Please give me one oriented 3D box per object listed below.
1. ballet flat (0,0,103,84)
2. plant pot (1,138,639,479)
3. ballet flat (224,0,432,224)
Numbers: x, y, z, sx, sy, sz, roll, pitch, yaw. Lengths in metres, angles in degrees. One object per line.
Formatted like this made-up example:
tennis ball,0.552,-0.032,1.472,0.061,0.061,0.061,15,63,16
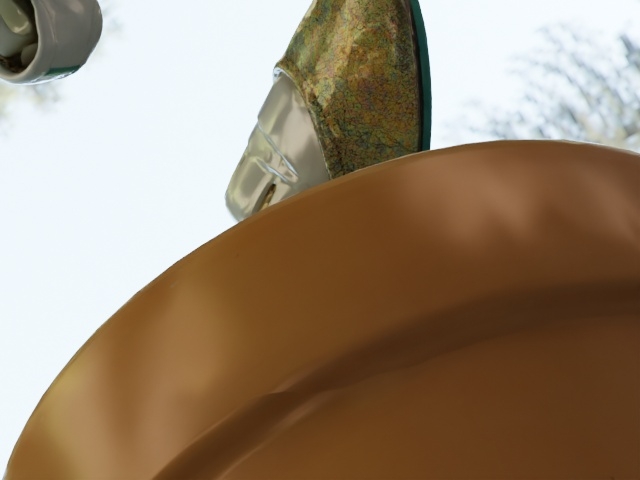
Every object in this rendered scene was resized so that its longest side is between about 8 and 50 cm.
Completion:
ballet flat,-0.348,-0.286,1.331,0.400,0.139,0.139,46,-149,-10
plant pot,0.060,0.142,0.495,0.291,0.291,0.203,32,-157,-42
ballet flat,0.000,0.000,0.917,0.123,0.123,0.348,-81,-8,-49
